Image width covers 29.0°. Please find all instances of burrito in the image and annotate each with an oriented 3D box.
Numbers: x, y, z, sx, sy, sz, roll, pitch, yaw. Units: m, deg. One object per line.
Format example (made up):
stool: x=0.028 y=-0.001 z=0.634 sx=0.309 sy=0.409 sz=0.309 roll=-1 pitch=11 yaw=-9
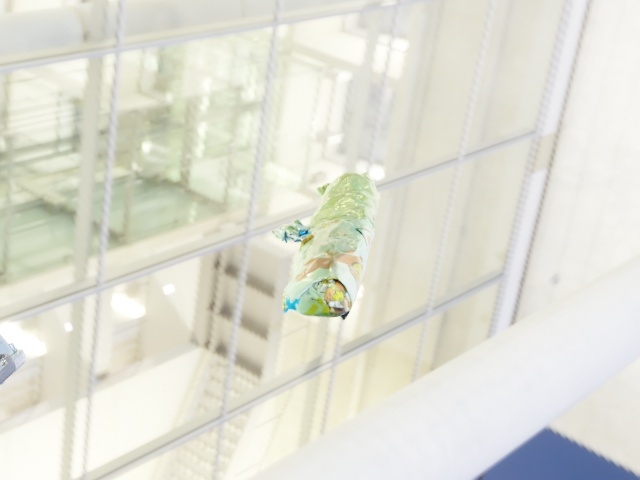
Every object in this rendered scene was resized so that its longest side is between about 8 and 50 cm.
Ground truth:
burrito: x=0.000 y=0.000 z=1.239 sx=0.104 sy=0.288 sz=0.054 roll=1 pitch=-62 yaw=10

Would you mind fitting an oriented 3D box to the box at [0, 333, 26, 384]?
box: x=-0.508 y=0.173 z=1.582 sx=0.227 sy=0.162 sz=0.130 roll=-19 pitch=-75 yaw=24
